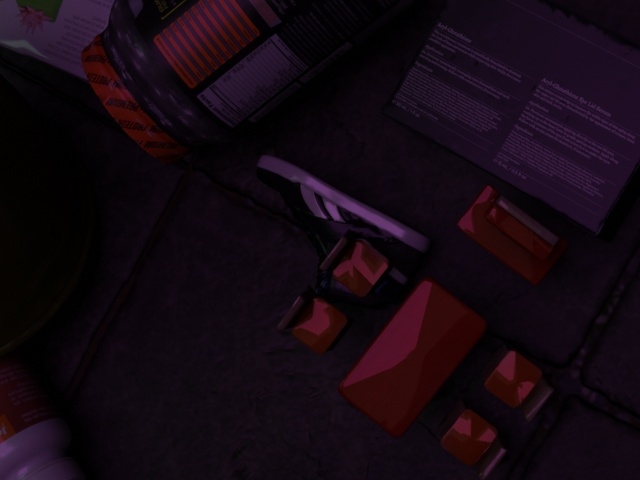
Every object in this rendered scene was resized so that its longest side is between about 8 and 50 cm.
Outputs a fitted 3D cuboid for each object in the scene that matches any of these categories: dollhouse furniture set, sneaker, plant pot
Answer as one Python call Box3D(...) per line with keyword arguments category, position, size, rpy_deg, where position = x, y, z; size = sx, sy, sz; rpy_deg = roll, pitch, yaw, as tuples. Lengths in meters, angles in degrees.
Box3D(category="dollhouse furniture set", position=(0.123, 0.074, 1.205), size=(0.262, 0.135, 0.259), rpy_deg=(37, 97, 3))
Box3D(category="sneaker", position=(0.000, 0.000, 1.324), size=(0.217, 0.079, 0.121), rpy_deg=(29, 93, 19))
Box3D(category="plant pot", position=(-0.461, -0.086, 1.292), size=(0.367, 0.353, 0.366), rpy_deg=(-2, 64, 4))

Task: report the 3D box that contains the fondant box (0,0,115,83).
Box3D(category="fondant box", position=(-0.287, -0.370, 1.463), size=(0.238, 0.096, 0.330), rpy_deg=(24, 92, 21))

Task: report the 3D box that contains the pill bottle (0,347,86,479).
Box3D(category="pill bottle", position=(-0.366, 0.212, 1.412), size=(0.121, 0.121, 0.216), rpy_deg=(-41, 72, 12))

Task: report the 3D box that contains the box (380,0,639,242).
Box3D(category="box", position=(0.224, -0.142, 1.247), size=(0.261, 0.103, 0.184), rpy_deg=(33, 99, 21))

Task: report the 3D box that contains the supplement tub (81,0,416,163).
Box3D(category="supplement tub", position=(-0.079, -0.245, 1.314), size=(0.338, 0.207, 0.207), rpy_deg=(-36, 74, 13))
